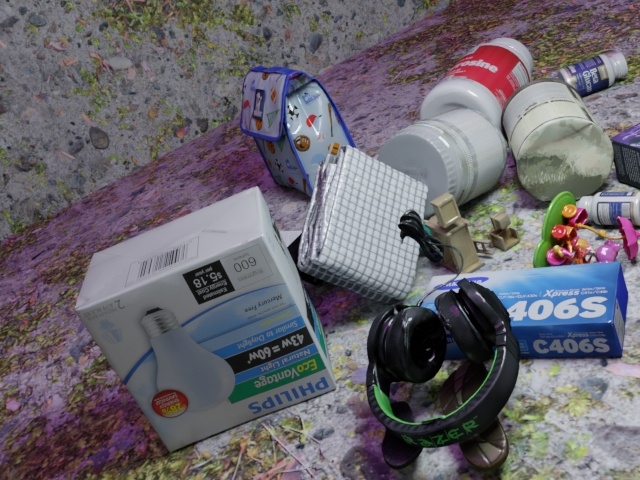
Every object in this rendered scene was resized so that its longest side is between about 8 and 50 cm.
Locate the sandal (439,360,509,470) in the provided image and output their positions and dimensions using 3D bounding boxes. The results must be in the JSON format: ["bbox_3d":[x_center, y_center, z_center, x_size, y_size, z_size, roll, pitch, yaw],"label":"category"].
[{"bbox_3d":[0.241,0.269,1.057,0.090,0.060,0.219,-31,26,10],"label":"sandal"}]

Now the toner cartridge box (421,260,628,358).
[{"bbox_3d":[0.344,0.126,1.221,0.347,0.075,0.165,-7,29,32],"label":"toner cartridge box"}]

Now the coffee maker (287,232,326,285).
[{"bbox_3d":[0.000,0.000,1.586,0.178,0.171,0.120,-47,27,12],"label":"coffee maker"}]

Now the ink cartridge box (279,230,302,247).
[{"bbox_3d":[-0.037,0.037,1.769,0.232,0.066,0.189,1,29,3],"label":"ink cartridge box"}]

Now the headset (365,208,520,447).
[{"bbox_3d":[0.177,0.129,1.109,0.243,0.185,0.394,-24,34,28],"label":"headset"}]

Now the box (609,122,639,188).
[{"bbox_3d":[0.728,-0.174,1.423,0.153,0.108,0.207,-28,25,-9],"label":"box"}]

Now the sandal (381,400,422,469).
[{"bbox_3d":[0.131,0.313,1.102,0.067,0.040,0.179,-15,12,6],"label":"sandal"}]

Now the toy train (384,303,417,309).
[{"bbox_3d":[0.165,0.143,1.410,0.083,0.017,0.024,-5,41,34],"label":"toy train"}]

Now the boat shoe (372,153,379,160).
[{"bbox_3d":[0.245,-0.250,2.030,0.227,0.079,0.081,-36,34,-9],"label":"boat shoe"}]

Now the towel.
[{"bbox_3d":[0.086,-0.031,1.456,0.121,0.235,0.284,-31,42,55],"label":"towel"}]

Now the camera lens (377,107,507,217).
[{"bbox_3d":[0.290,-0.185,1.632,0.219,0.219,0.274,2,19,43],"label":"camera lens"}]

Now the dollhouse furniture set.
[{"bbox_3d":[0.309,-0.049,1.458,0.161,0.182,0.101,-31,26,-12],"label":"dollhouse furniture set"}]

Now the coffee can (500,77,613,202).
[{"bbox_3d":[0.533,-0.234,1.594,0.201,0.202,0.275,-17,27,16],"label":"coffee can"}]

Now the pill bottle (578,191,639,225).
[{"bbox_3d":[0.583,-0.064,1.384,0.120,0.067,0.067,3,37,43],"label":"pill bottle"}]

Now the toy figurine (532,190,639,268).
[{"bbox_3d":[0.507,0.004,1.297,0.159,0.130,0.173,19,71,43],"label":"toy figurine"}]

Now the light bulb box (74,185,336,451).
[{"bbox_3d":[-0.202,0.150,1.316,0.358,0.361,0.225,-22,27,4],"label":"light bulb box"}]

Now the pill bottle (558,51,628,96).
[{"bbox_3d":[0.769,-0.467,1.958,0.169,0.094,0.094,-20,26,10],"label":"pill bottle"}]

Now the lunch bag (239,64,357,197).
[{"bbox_3d":[-0.083,-0.344,2.121,0.239,0.385,0.328,-33,28,-18],"label":"lunch bag"}]

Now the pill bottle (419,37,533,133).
[{"bbox_3d":[0.462,-0.421,1.980,0.229,0.229,0.408,-2,33,38],"label":"pill bottle"}]

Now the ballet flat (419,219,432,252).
[{"bbox_3d":[0.177,-0.007,1.623,0.248,0.086,0.086,-8,30,32],"label":"ballet flat"}]
